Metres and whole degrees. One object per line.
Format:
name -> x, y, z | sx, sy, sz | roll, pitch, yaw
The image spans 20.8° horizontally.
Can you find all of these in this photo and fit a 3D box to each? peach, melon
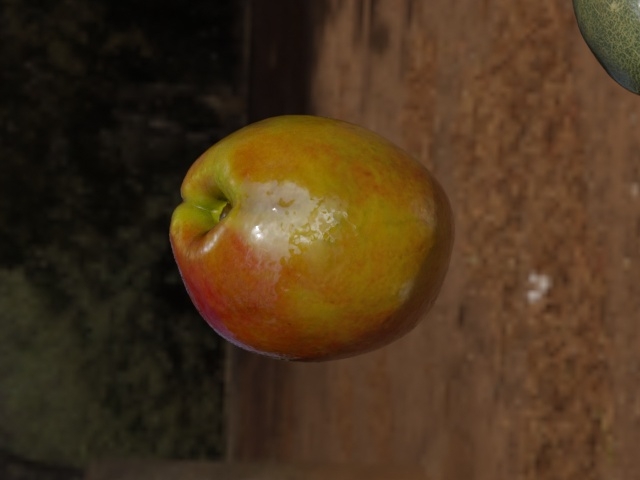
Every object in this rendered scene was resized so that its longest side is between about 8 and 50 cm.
peach -> 0.000, 0.000, 2.001 | 0.308, 0.332, 0.308 | -24, 63, 60
melon -> 0.209, -0.148, 1.091 | 0.098, 0.098, 0.131 | 92, 160, -55
